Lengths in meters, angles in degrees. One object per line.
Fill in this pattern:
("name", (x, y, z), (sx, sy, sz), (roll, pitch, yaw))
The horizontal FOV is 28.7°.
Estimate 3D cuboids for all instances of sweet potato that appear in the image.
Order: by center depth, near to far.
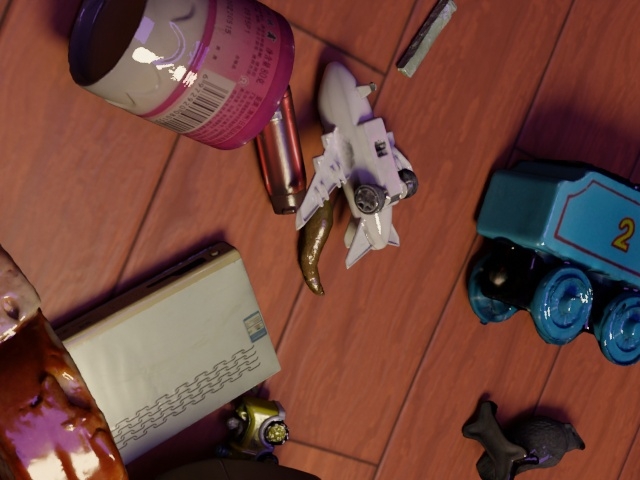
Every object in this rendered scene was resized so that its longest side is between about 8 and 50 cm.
("sweet potato", (-0.006, 0.001, 1.617), (0.041, 0.038, 0.153), (0, 105, -19))

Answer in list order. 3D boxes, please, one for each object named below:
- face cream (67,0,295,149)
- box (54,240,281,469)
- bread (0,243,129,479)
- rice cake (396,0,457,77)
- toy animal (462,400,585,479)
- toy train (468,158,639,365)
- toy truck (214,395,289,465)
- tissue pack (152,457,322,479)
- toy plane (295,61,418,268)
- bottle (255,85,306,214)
("face cream", (-0.153, -0.210, 1.377), (0.195, 0.175, 0.175), (22, 90, -37))
("box", (-0.190, 0.146, 1.530), (0.270, 0.045, 0.210), (-31, 118, -23))
("bread", (-0.320, 0.154, 1.289), (0.114, 0.295, 0.327), (-31, 87, -22))
("rice cake", (0.141, -0.269, 1.649), (0.022, 0.022, 0.121), (41, 79, -44))
("toy animal", (0.314, 0.325, 1.886), (0.210, 0.121, 0.117), (11, 116, -41))
("toy train", (0.372, 0.026, 1.788), (0.300, 0.188, 0.265), (20, 87, -34))
("toy truck", (-0.092, 0.258, 1.613), (0.077, 0.076, 0.111), (18, 96, -18))
("tissue pack", (-0.130, 0.469, 1.513), (0.277, 0.267, 0.387), (6, 108, -13))
("toy plane", (0.053, -0.101, 1.577), (0.251, 0.101, 0.255), (-23, 107, -50))
("bottle", (-0.050, -0.110, 1.547), (0.060, 0.060, 0.164), (-22, 114, -27))
